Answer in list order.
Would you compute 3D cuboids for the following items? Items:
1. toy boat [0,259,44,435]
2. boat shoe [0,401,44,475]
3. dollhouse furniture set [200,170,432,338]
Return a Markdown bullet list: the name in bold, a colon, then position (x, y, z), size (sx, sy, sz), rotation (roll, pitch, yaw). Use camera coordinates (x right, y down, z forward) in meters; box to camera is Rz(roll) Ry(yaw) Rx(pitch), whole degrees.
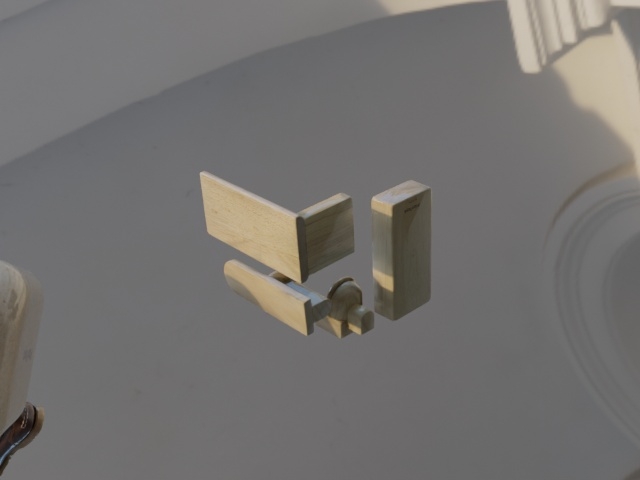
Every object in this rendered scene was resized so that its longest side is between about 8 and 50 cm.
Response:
- **toy boat**: position (-0.315, 0.084, 0.696), size (0.151, 0.231, 0.151), rotation (10, -97, -12)
- **boat shoe**: position (-0.493, 0.303, 1.276), size (0.073, 0.073, 0.207), rotation (19, -56, -40)
- **dollhouse furniture set**: position (0.000, 0.000, 0.740), size (0.151, 0.123, 0.144), rotation (-26, -54, -35)
